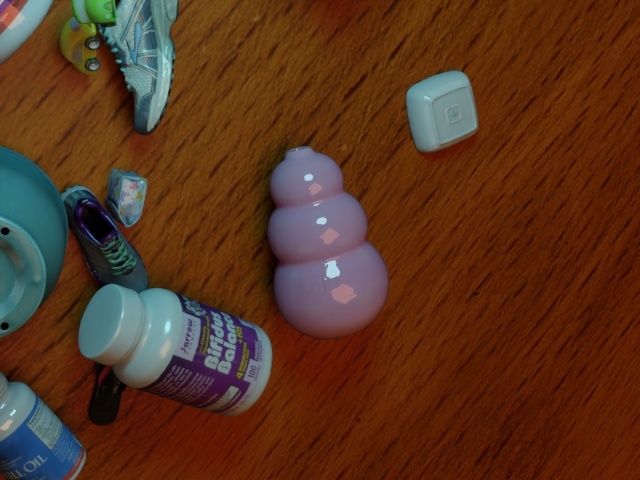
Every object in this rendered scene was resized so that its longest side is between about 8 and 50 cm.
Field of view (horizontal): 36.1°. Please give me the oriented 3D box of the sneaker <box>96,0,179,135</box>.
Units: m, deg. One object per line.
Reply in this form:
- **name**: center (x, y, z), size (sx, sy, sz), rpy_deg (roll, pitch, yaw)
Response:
- **sneaker**: center (-0.288, -0.308, 1.537), size (0.122, 0.110, 0.283), rpy_deg (4, 101, -10)

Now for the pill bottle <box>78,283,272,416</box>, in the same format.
- **pill bottle**: center (-0.239, 0.177, 1.627), size (0.301, 0.169, 0.169), rpy_deg (26, 90, -38)

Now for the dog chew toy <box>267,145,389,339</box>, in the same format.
- **dog chew toy**: center (0.000, 0.000, 1.716), size (0.207, 0.207, 0.331), rpy_deg (-19, 105, -23)

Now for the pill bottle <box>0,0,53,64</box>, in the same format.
- **pill bottle**: center (-0.529, -0.388, 1.317), size (0.323, 0.181, 0.181), rpy_deg (40, 83, -31)

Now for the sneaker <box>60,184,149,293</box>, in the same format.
- **sneaker**: center (-0.343, 0.017, 1.581), size (0.083, 0.098, 0.223), rpy_deg (-39, 119, -14)

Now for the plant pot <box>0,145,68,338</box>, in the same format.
- **plant pot**: center (-0.486, 0.016, 1.386), size (0.272, 0.255, 0.271), rpy_deg (-5, 106, -17)

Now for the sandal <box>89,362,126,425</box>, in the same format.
- **sandal**: center (-0.352, 0.235, 1.670), size (0.067, 0.040, 0.179), rpy_deg (5, 101, -30)

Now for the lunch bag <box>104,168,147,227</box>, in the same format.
- **lunch bag**: center (-0.317, -0.068, 1.588), size (0.053, 0.071, 0.083), rpy_deg (5, 102, -28)

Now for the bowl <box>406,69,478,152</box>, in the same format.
- **bowl**: center (0.238, -0.241, 1.860), size (0.142, 0.053, 0.142), rpy_deg (-23, 113, -20)

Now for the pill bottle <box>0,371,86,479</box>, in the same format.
- **pill bottle**: center (-0.487, 0.305, 1.567), size (0.124, 0.124, 0.221), rpy_deg (-41, 119, -13)

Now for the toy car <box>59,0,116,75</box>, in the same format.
- **toy car**: center (-0.345, -0.344, 1.407), size (0.053, 0.225, 0.239), rpy_deg (-14, 111, -23)
